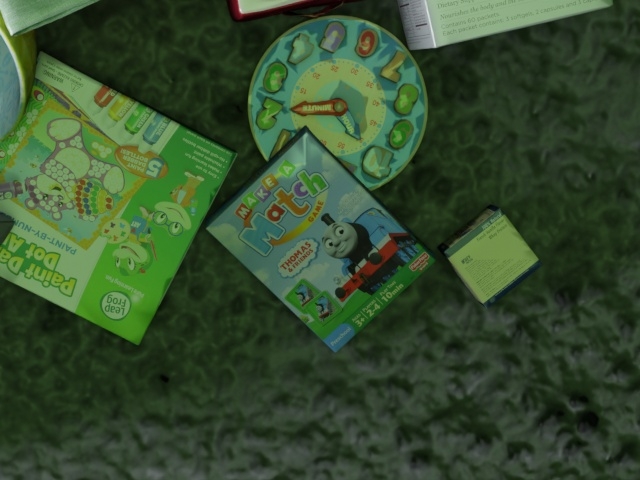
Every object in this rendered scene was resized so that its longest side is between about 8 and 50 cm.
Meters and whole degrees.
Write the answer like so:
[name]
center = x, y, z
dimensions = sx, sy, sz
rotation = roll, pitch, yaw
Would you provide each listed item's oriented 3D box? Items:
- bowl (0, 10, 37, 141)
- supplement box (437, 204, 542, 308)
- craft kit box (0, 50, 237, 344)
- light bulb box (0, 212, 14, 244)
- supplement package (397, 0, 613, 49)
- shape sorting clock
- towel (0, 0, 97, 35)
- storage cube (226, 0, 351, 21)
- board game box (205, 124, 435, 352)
[bowl]
center = -0.416, -0.247, 1.800
dimensions = 0.289, 0.289, 0.156
rotation = 28, 49, -7
[supplement box]
center = 0.193, 0.018, 1.947
dimensions = 0.083, 0.056, 0.083
rotation = -38, 98, -1
[craft kit box]
center = -0.257, -0.047, 1.902
dimensions = 0.249, 0.061, 0.247
rotation = 27, 95, -7
[light bulb box]
center = -0.575, 0.042, 1.767
dimensions = 0.361, 0.225, 0.358
rotation = 30, 93, 2
[supplement package]
center = 0.174, -0.356, 1.838
dimensions = 0.199, 0.198, 0.263
rotation = -13, 96, -3
[shape sorting clock]
center = 0.020, -0.152, 1.923
dimensions = 0.206, 0.040, 0.206
rotation = -1, 96, -5
[towel]
center = -0.263, -0.395, 1.712
dimensions = 0.247, 0.038, 0.325
rotation = -25, 83, -10
[storage cube]
center = -0.022, -0.345, 1.825
dimensions = 0.183, 0.193, 0.215
rotation = -10, 97, -4
[board game box]
center = 0.000, 0.000, 1.914
dimensions = 0.160, 0.039, 0.211
rotation = -43, 104, 10
